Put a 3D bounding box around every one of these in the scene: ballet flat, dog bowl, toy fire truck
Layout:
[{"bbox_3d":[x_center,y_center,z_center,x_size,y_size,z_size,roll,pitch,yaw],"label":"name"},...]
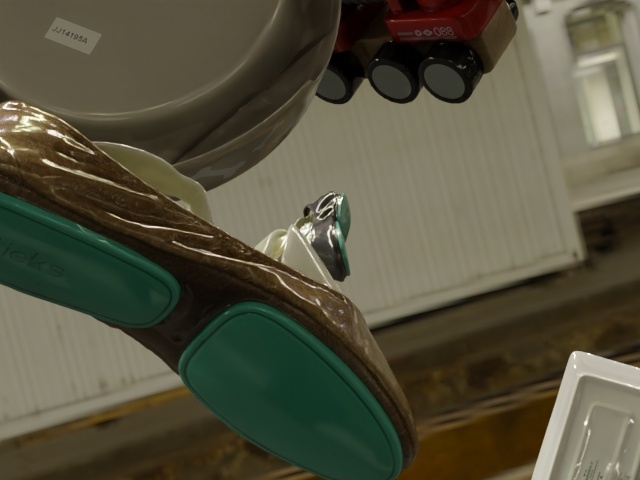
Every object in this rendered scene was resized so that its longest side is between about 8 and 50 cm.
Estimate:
[{"bbox_3d":[-0.073,0.022,0.863,0.116,0.342,0.124,-44,24,39],"label":"ballet flat"},{"bbox_3d":[-0.147,-0.181,1.103,0.349,0.348,0.102,-14,-25,-3],"label":"dog bowl"},{"bbox_3d":[0.000,0.000,1.664,0.074,0.074,0.203,-14,21,7],"label":"ballet flat"},{"bbox_3d":[0.040,-0.246,1.351,0.217,0.246,0.158,4,47,38],"label":"toy fire truck"}]

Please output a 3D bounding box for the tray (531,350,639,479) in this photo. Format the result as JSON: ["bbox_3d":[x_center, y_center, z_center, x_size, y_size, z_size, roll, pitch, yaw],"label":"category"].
[{"bbox_3d":[0.308,0.266,1.610,0.145,0.270,0.030,15,-9,27],"label":"tray"}]
